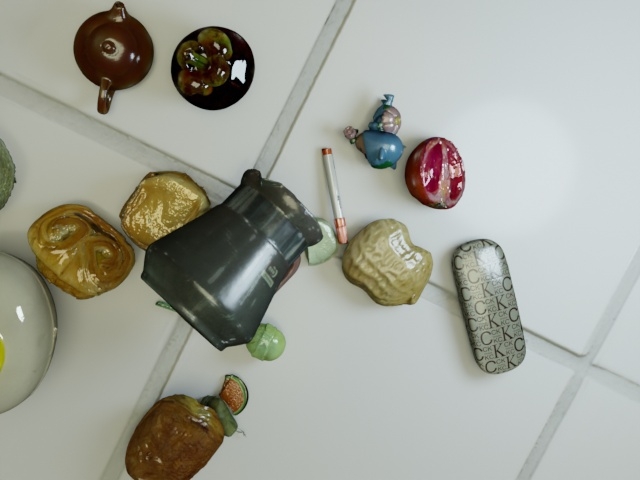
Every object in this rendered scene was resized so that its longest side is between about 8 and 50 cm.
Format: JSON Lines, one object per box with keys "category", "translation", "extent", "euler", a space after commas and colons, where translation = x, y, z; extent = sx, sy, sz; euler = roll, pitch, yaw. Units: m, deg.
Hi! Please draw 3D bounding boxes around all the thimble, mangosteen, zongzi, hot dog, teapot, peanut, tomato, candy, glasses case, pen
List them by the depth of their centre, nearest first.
{"category": "thimble", "translation": [-0.840, -0.152, 1.743], "extent": [0.271, 0.150, 0.270], "euler": [-1, 98, -7]}
{"category": "mangosteen", "translation": [-0.245, -0.390, 1.747], "extent": [0.194, 0.230, 0.194], "euler": [0, 92, 3]}
{"category": "teapot", "translation": [-0.176, 0.050, 1.758], "extent": [0.305, 0.376, 0.362], "euler": [38, 77, 28]}
{"category": "teapot", "translation": [-0.475, -0.410, 1.764], "extent": [0.178, 0.135, 0.252], "euler": [12, 96, -5]}
{"category": "hot dog", "translation": [-0.349, 0.482, 1.893], "extent": [0.196, 0.122, 0.272], "euler": [37, 108, -1]}
{"category": "pen", "translation": [0.035, -0.109, 1.913], "extent": [0.028, 0.028, 0.239], "euler": [-11, 92, -6]}
{"category": "tomato", "translation": [0.268, -0.164, 1.920], "extent": [0.189, 0.099, 0.173], "euler": [14, 79, -48]}
{"category": "candy", "translation": [-0.246, 0.210, 1.921], "extent": [0.336, 0.093, 0.092], "euler": [20, 78, -1]}
{"category": "zongzi", "translation": [-0.227, 0.447, 1.923], "extent": [0.154, 0.130, 0.062], "euler": [51, 59, -12]}
{"category": "peanut", "translation": [0.171, 0.062, 1.928], "extent": [0.233, 0.110, 0.197], "euler": [44, 91, -9]}
{"category": "glasses case", "translation": [0.430, 0.169, 1.989], "extent": [0.137, 0.085, 0.354], "euler": [-16, 100, -4]}

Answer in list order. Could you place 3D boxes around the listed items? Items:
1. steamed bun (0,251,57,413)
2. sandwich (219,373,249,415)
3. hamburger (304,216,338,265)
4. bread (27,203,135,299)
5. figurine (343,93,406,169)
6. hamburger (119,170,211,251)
{"category": "steamed bun", "translation": [-0.752, 0.203, 1.726], "extent": [0.334, 0.334, 0.374], "euler": [11, 99, -9]}
{"category": "sandwich", "translation": [-0.216, 0.383, 1.967], "extent": [0.069, 0.026, 0.101], "euler": [-34, 98, 3]}
{"category": "hamburger", "translation": [0.000, -0.001, 1.927], "extent": [0.084, 0.054, 0.121], "euler": [-10, 101, -12]}
{"category": "bread", "translation": [-0.546, 0.023, 1.787], "extent": [0.236, 0.198, 0.120], "euler": [40, 127, -3]}
{"category": "figurine", "translation": [0.133, -0.260, 1.890], "extent": [0.145, 0.114, 0.178], "euler": [7, 85, 14]}
{"category": "hamburger", "translation": [-0.359, -0.063, 1.841], "extent": [0.214, 0.108, 0.213], "euler": [-1, 97, -7]}
